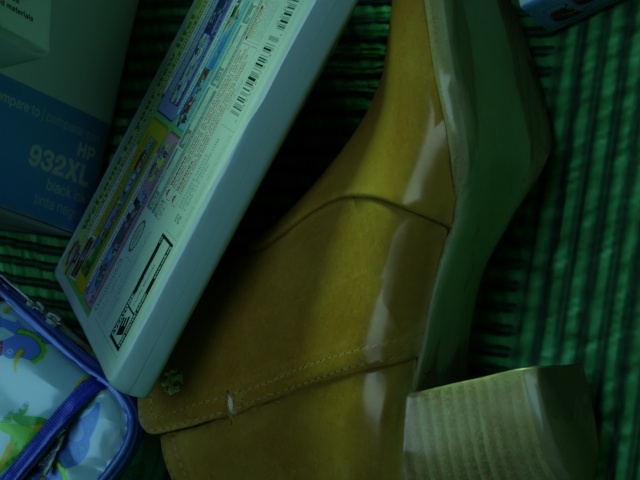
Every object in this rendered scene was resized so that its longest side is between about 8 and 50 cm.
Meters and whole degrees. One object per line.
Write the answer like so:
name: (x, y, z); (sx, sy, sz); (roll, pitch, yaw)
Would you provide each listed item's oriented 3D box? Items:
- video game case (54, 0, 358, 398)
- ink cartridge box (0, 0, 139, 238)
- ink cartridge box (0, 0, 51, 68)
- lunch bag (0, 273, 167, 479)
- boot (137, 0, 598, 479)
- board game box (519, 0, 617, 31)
video game case: (-0.065, -0.047, 0.709); (0.212, 0.023, 0.193); (-62, 23, 4)
ink cartridge box: (-0.224, -0.170, 0.845); (0.223, 0.129, 0.307); (5, 80, 35)
ink cartridge box: (-0.213, -0.188, 0.710); (0.153, 0.087, 0.208); (-9, 72, 28)
lunch bag: (-0.194, 0.130, 0.722); (0.176, 0.090, 0.219); (38, 83, 18)
boot: (0.001, 0.001, 0.657); (0.211, 0.104, 0.295); (-17, 72, 30)
board game box: (0.172, -0.209, 0.637); (0.211, 0.039, 0.160); (-24, 64, 29)
